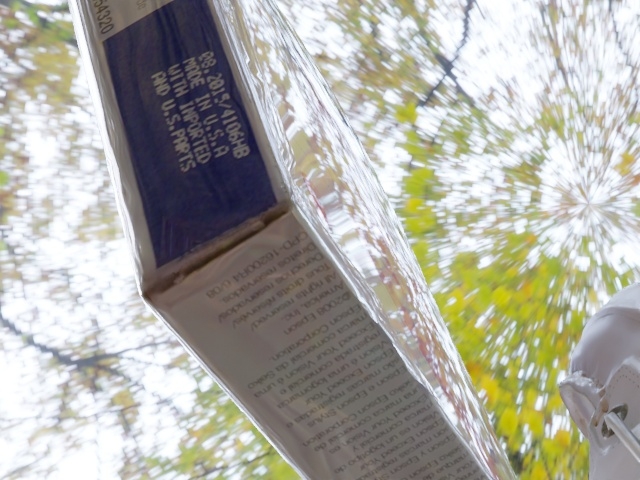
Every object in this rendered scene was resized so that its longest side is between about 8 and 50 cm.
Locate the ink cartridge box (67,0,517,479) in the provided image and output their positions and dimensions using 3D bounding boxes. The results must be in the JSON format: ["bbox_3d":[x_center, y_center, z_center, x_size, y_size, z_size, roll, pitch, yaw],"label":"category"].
[{"bbox_3d":[0.000,0.000,0.718,0.071,0.330,0.324,-30,-138,8],"label":"ink cartridge box"}]

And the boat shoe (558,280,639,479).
[{"bbox_3d":[0.110,0.082,0.453,0.096,0.277,0.098,-44,-82,-2],"label":"boat shoe"}]
